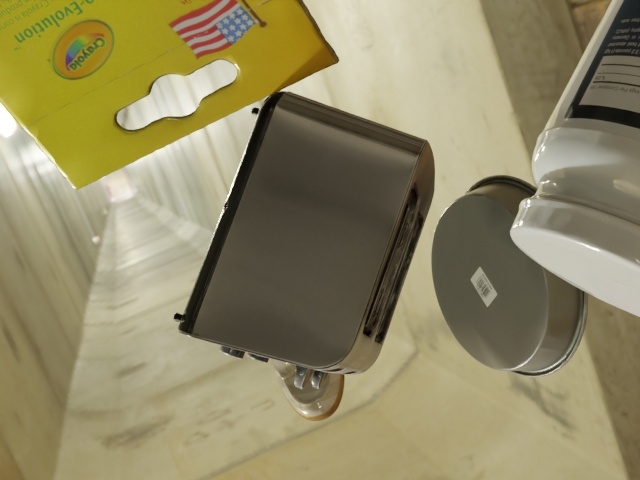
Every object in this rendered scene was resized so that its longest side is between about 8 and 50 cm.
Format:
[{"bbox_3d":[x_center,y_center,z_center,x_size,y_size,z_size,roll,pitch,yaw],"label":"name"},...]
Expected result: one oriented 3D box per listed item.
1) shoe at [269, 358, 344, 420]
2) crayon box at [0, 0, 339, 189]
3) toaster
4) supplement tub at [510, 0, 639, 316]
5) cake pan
[{"bbox_3d":[-0.033,0.086,0.986,0.076,0.219,0.058,-29,145,17],"label":"shoe"},{"bbox_3d":[-0.148,-0.200,0.516,0.202,0.318,0.081,-22,-149,20],"label":"crayon box"},{"bbox_3d":[0.000,0.000,0.614,0.110,0.185,0.168,19,173,10],"label":"toaster"},{"bbox_3d":[0.270,-0.087,0.662,0.272,0.191,0.191,-62,-161,-5],"label":"supplement tub"},{"bbox_3d":[0.252,0.056,1.326,0.054,0.293,0.293,-12,-174,-28],"label":"cake pan"}]
